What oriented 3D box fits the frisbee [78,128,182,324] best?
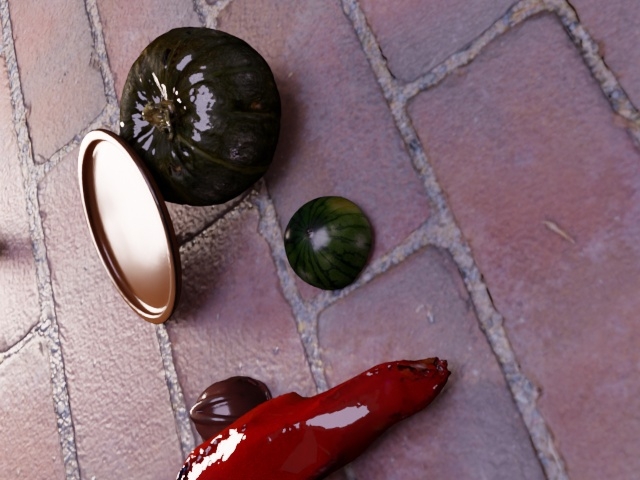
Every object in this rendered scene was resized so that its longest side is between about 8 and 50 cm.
[{"bbox_3d":[-0.236,-0.016,1.002,0.251,0.021,0.251,33,134,43],"label":"frisbee"}]

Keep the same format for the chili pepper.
[{"bbox_3d":[-0.038,0.213,0.820,0.387,0.110,0.110,-35,58,21],"label":"chili pepper"}]

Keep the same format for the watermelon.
[{"bbox_3d":[0.000,0.000,0.880,0.105,0.062,0.105,-8,77,36],"label":"watermelon"}]

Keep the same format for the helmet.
[{"bbox_3d":[-0.113,0.195,0.908,0.111,0.057,0.089,-19,68,31],"label":"helmet"}]

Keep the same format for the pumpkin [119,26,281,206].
[{"bbox_3d":[-0.149,-0.148,0.974,0.224,0.157,0.223,1,92,38],"label":"pumpkin"}]
